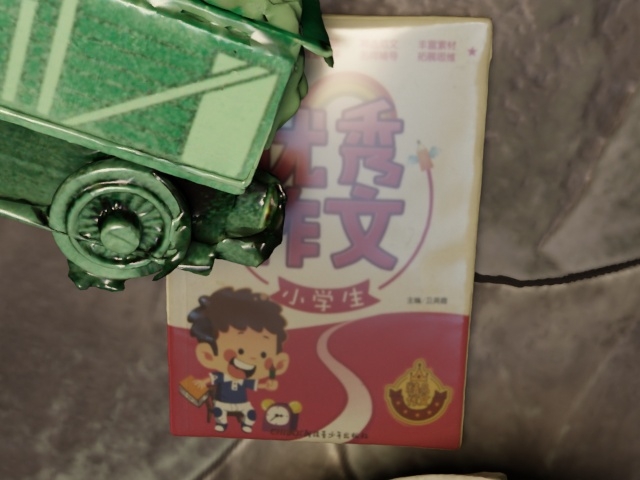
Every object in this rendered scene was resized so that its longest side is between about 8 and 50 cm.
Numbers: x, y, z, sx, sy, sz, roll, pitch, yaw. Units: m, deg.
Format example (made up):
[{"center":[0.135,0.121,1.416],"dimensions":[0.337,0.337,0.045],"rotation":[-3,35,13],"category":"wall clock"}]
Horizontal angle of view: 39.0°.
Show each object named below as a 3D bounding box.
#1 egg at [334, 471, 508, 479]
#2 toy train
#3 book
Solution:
[{"center":[0.090,0.284,0.450],"dimensions":[0.337,0.201,0.337],"rotation":[-8,69,23],"category":"egg"},{"center":[-0.132,-0.073,0.375],"dimensions":[0.269,0.115,0.154],"rotation":[17,115,-12],"category":"toy train"},{"center":[0.000,0.000,0.471],"dimensions":[0.162,0.022,0.232],"rotation":[2,107,2],"category":"book"}]
